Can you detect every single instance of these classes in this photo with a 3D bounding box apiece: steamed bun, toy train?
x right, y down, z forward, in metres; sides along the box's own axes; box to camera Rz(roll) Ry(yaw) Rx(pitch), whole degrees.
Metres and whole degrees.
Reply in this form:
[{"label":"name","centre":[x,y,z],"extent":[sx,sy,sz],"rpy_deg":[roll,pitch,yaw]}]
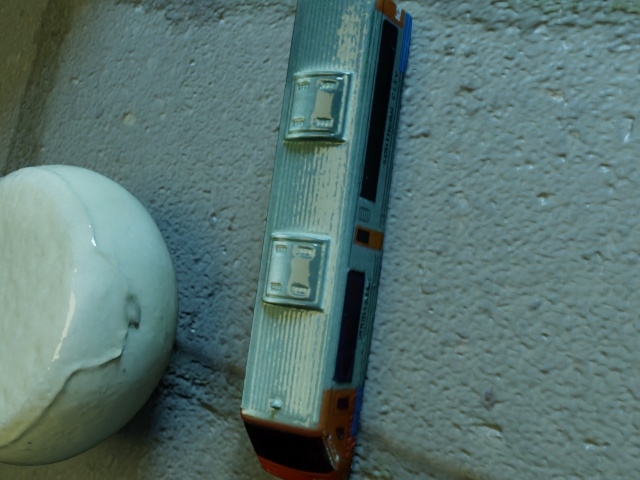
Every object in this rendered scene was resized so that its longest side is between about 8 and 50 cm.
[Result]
[{"label":"steamed bun","centre":[-0.248,0.073,0.765],"extent":[0.283,0.177,0.282],"rpy_deg":[-12,69,33]},{"label":"toy train","centre":[0.000,0.000,0.655],"extent":[0.086,0.089,0.409],"rpy_deg":[5,84,32]}]
